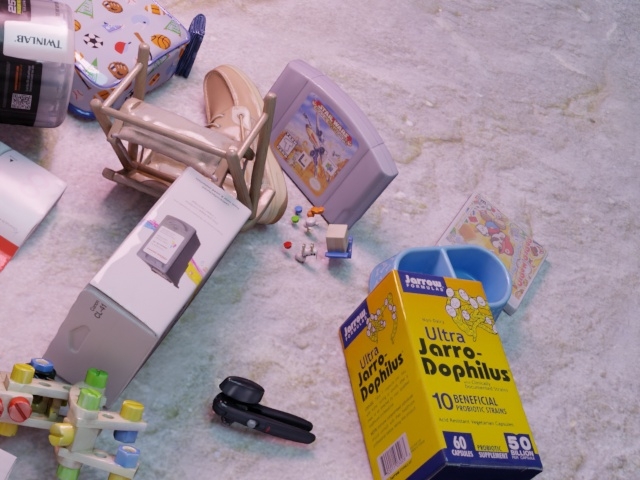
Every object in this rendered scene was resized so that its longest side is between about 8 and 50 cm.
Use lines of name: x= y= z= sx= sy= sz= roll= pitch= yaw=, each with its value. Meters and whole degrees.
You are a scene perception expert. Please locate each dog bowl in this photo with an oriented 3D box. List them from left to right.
dog bowl: x=0.234 y=0.086 z=2.056 sx=0.297 sy=0.074 sz=0.166 roll=-3 pitch=60 yaw=-31

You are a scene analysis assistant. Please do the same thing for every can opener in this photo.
can opener: x=-0.085 y=0.275 z=1.700 sx=0.186 sy=0.073 sz=0.059 roll=30 pitch=34 yaw=-23

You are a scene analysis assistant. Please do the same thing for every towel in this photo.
towel: x=-0.249 y=-0.374 z=2.103 sx=0.029 sy=0.119 sz=0.067 roll=14 pitch=47 yaw=-16

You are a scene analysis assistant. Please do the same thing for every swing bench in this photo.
swing bench: x=-0.216 y=-0.143 z=1.788 sx=0.253 sy=0.255 sz=0.165 roll=21 pitch=53 yaw=13

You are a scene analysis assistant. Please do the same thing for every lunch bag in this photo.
lunch bag: x=-0.399 y=-0.367 z=1.998 sx=0.243 sy=0.115 sz=0.303 roll=41 pitch=43 yaw=6

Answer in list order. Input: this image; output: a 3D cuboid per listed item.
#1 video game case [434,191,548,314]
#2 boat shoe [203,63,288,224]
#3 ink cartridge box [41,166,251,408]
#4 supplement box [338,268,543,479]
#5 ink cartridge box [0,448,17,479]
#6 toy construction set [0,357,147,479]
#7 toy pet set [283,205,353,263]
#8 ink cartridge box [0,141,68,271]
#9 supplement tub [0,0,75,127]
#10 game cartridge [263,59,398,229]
video game case: x=0.353 y=0.021 z=2.248 sx=0.206 sy=0.026 sz=0.227 roll=40 pitch=42 yaw=1
boat shoe: x=-0.161 y=-0.185 z=1.997 sx=0.110 sy=0.122 sz=0.341 roll=0 pitch=56 yaw=-36
ink cartridge box: x=-0.255 y=0.068 z=1.634 sx=0.131 sy=0.226 sz=0.306 roll=35 pitch=44 yaw=-4
supplement box: x=0.188 y=0.253 z=1.805 sx=0.194 sy=0.195 sz=0.357 roll=9 pitch=49 yaw=-29
ink cartridge box: x=-0.472 y=0.287 z=1.377 sx=0.150 sy=0.109 sz=0.063 roll=30 pitch=41 yaw=-10
toy construction set: x=-0.395 y=0.210 z=1.421 sx=0.327 sy=0.151 sz=0.215 roll=30 pitch=2 yaw=-27
toy pet set: x=0.000 y=0.000 z=2.013 sx=0.114 sy=0.065 sz=0.122 roll=3 pitch=39 yaw=12
ink cartridge box: x=-0.525 y=-0.058 z=1.683 sx=0.189 sy=0.066 sz=0.232 roll=33 pitch=38 yaw=-7
supplement tub: x=-0.567 y=-0.293 z=1.722 sx=0.338 sy=0.207 sz=0.207 roll=4 pitch=52 yaw=-21
game cartridge: x=0.004 y=-0.185 z=2.056 sx=0.297 sy=0.198 sz=0.062 roll=50 pitch=43 yaw=13
